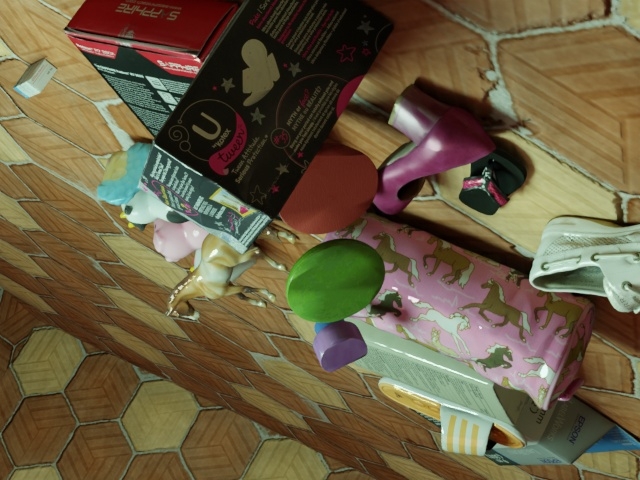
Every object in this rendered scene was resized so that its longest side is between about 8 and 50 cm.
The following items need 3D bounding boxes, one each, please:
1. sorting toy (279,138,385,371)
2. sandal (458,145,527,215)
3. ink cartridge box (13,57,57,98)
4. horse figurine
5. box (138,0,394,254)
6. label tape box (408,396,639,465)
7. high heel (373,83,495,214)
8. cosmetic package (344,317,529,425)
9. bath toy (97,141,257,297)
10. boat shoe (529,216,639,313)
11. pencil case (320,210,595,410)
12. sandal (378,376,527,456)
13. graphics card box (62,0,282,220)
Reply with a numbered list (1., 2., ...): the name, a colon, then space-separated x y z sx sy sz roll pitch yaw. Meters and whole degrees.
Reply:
1. sorting toy: 0.000 0.000 1.394 0.126 0.127 0.366 -117 15 -45
2. sandal: 0.192 -0.059 1.295 0.067 0.040 0.179 29 161 8
3. ink cartridge box: -0.434 -0.249 1.720 0.028 0.048 0.083 39 160 -25
4. horse figurine: -0.145 0.043 1.854 0.174 0.066 0.263 12 136 -14
5. box: -0.061 -0.136 1.148 0.142 0.247 0.163 34 161 -5
6. label tape box: 0.338 0.312 1.923 0.347 0.115 0.249 35 160 -9
7. high heel: 0.129 -0.076 1.284 0.117 0.082 0.244 37 150 15
8. cosmetic package: 0.179 0.156 1.732 0.296 0.129 0.153 19 157 31
9. bath toy: -0.234 -0.021 1.889 0.151 0.129 0.348 16 158 34
10. boat shoe: 0.348 0.038 1.227 0.098 0.096 0.277 42 158 -31
11. pencil case: 0.177 0.090 1.520 0.386 0.160 0.167 22 173 21
12. sandal: 0.202 0.299 1.804 0.265 0.076 0.102 18 157 27
13. graphics card box: -0.128 -0.161 1.424 0.232 0.094 0.371 15 156 35
